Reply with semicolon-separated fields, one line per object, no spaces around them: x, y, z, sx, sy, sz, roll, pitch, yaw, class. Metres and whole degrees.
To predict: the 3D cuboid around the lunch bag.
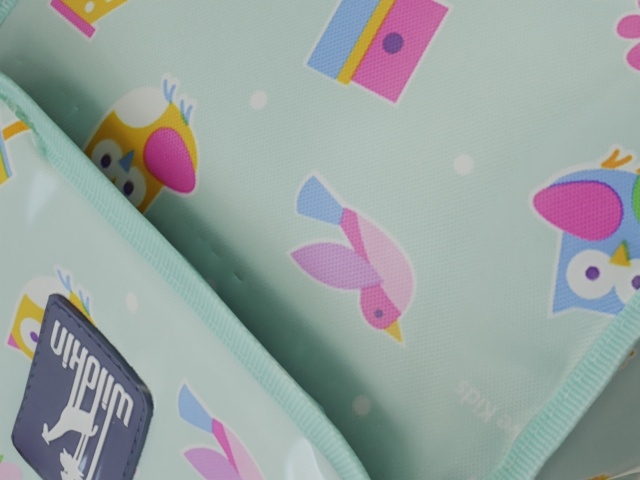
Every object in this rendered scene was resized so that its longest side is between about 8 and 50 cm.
0.000;0.000;0.437;0.262;0.223;0.160;-49;-25;5;lunch bag
